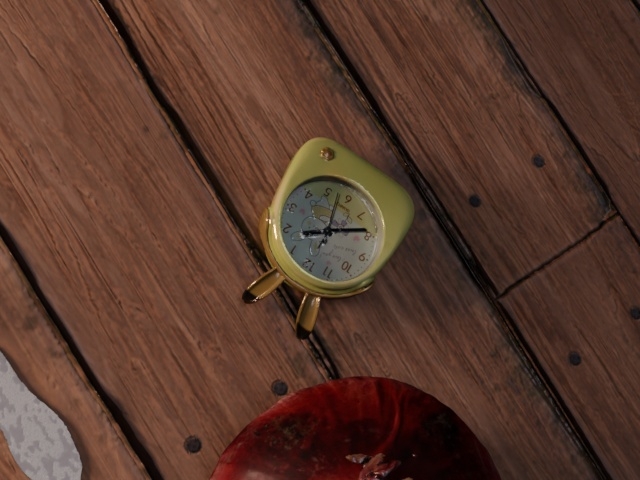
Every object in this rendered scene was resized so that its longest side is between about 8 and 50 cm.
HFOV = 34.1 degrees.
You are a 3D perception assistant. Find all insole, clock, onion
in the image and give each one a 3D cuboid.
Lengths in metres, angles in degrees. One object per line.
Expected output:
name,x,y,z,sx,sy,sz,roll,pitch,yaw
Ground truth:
insole,-0.326,0.194,1.137,0.065,0.006,0.193,-37,89,-25
clock,0.000,0.000,1.282,0.170,0.069,0.232,35,67,-8
onion,0.046,0.297,1.097,0.347,0.285,0.348,5,65,-10
